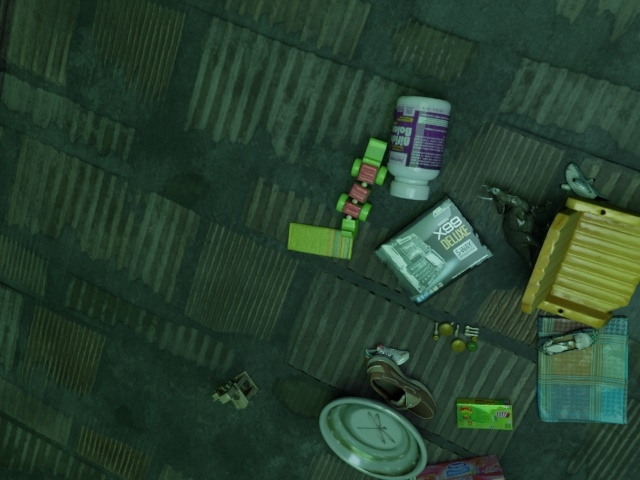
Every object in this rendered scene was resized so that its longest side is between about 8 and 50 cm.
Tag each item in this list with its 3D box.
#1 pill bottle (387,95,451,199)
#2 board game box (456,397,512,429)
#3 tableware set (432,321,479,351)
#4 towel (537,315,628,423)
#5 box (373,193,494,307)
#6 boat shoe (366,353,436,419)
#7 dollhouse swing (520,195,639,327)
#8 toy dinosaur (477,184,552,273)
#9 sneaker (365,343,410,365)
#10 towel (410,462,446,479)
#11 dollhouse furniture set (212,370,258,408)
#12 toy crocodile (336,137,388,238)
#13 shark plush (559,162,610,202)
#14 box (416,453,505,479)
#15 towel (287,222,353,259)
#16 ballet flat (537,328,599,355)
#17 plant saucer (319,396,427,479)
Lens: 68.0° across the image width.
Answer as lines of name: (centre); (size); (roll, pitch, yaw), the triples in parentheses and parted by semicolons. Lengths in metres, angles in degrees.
pill bottle: (0.298, -0.285, 1.477); (0.169, 0.169, 0.302); (10, 103, 12)
board game box: (0.570, 0.605, 1.655); (0.181, 0.043, 0.092); (-4, 100, 14)
tableware set: (0.468, 0.334, 1.639); (0.153, 0.024, 0.104); (5, 106, 12)
towel: (0.855, 0.426, 1.551); (0.271, 0.040, 0.371); (-2, 100, 14)
box: (0.371, 0.035, 1.572); (0.307, 0.076, 0.243); (-38, 90, 18)
boat shoe: (0.277, 0.535, 1.648); (0.324, 0.116, 0.123); (40, 122, -13)
dollhouse swing: (0.767, 0.082, 1.343); (0.314, 0.305, 0.347); (19, 109, 18)
toy dinosaur: (0.628, -0.047, 1.478); (0.160, 0.121, 0.314); (5, 123, 58)
sneaker: (0.235, 0.405, 1.691); (0.161, 0.057, 0.076); (-14, 103, 19)
towel: (0.412, 0.894, 1.764); (0.151, 0.023, 0.113); (-20, 97, 17)
dollhouse furniture set: (-0.349, 0.615, 1.814); (0.160, 0.182, 0.101); (-35, 91, 17)
toy crocodile: (0.137, -0.170, 1.574); (0.115, 0.105, 0.341); (24, 105, 8)
shark plush: (0.812, -0.167, 1.435); (0.161, 0.073, 0.067); (32, 77, 11)
box: (0.500, 0.882, 1.664); (0.299, 0.142, 0.154); (-16, 96, 11)
towel: (0.000, 0.000, 1.690); (0.236, 0.021, 0.102); (9, 98, 13)
ballet flat: (0.789, 0.328, 1.500); (0.188, 0.070, 0.070); (-20, 96, 16)
plant saucer: (0.193, 0.686, 1.701); (0.399, 0.100, 0.401); (13, 124, 20)
